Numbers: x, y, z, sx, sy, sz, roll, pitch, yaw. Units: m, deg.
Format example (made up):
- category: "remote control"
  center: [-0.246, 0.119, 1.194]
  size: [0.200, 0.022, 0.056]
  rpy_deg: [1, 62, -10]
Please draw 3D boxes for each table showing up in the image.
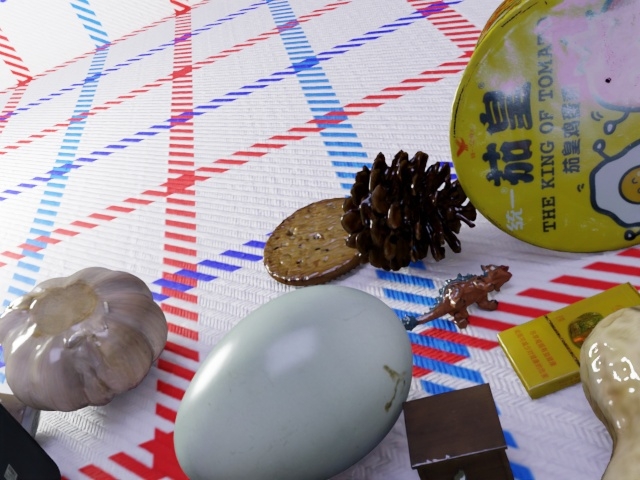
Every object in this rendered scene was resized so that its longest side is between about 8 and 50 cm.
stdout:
- category: "table"
  center: [0.130, 0.192, 0.592]
  size: [0.083, 0.082, 0.070]
  rpy_deg: [-17, 36, 11]

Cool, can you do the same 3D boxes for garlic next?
- category: "garlic"
  center: [-0.317, 0.136, 0.874]
  size: [0.227, 0.152, 0.228]
  rpy_deg: [-2, 37, 2]

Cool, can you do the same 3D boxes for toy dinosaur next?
- category: "toy dinosaur"
  center: [0.163, 0.068, 0.758]
  size: [0.154, 0.049, 0.055]
  rpy_deg: [-26, 37, -10]

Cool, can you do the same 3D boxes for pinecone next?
- category: "pinecone"
  center: [0.123, -0.038, 0.823]
  size: [0.165, 0.163, 0.163]
  rpy_deg: [2, 43, 36]

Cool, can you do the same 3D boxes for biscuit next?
- category: "biscuit"
  center: [0.000, 0.001, 0.964]
  size: [0.187, 0.027, 0.188]
  rpy_deg: [-17, 37, 13]

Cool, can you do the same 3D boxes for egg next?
- category: "egg"
  center: [-0.028, 0.154, 0.650]
  size: [0.264, 0.183, 0.183]
  rpy_deg: [-34, 36, -3]

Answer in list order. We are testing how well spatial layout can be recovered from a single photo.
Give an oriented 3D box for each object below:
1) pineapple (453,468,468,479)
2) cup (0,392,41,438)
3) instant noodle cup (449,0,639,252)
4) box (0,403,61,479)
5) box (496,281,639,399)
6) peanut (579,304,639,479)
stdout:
- category: "pineapple"
  center: [0.016, 0.280, 0.500]
  size: [0.340, 0.169, 0.169]
  rpy_deg: [-12, 37, 7]
- category: "cup"
  center: [-0.428, 0.247, 0.838]
  size: [0.099, 0.074, 0.102]
  rpy_deg: [11, 43, -13]
- category: "instant noodle cup"
  center: [0.318, -0.182, 0.789]
  size: [0.325, 0.326, 0.254]
  rpy_deg: [-13, 27, 17]
- category: "box"
  center: [-0.374, 0.267, 0.702]
  size: [0.090, 0.201, 0.144]
  rpy_deg: [-20, 34, 1]
- category: "box"
  center: [0.274, 0.103, 0.672]
  size: [0.155, 0.023, 0.087]
  rpy_deg: [-22, 33, 4]
- category: "peanut"
  center: [0.277, 0.174, 0.483]
  size: [0.153, 0.140, 0.325]
  rpy_deg: [-28, 30, 25]
